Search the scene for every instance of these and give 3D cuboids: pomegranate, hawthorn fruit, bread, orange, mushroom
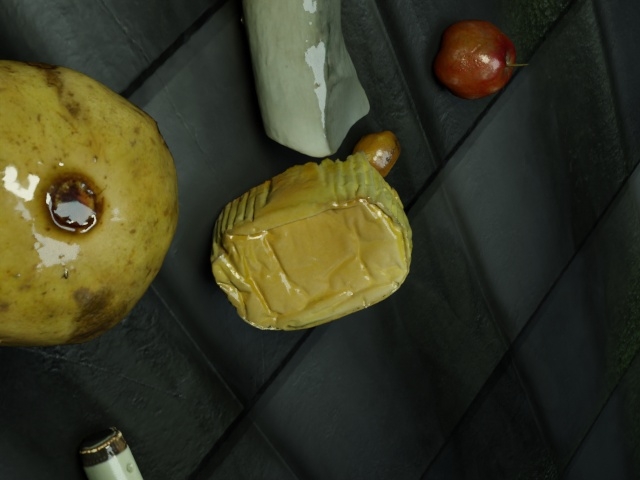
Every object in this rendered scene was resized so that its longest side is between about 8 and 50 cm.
[{"bbox_3d":[-0.270,-0.032,0.912,0.281,0.281,0.281,-21,119,-43],"label":"pomegranate"},{"bbox_3d":[0.241,-0.270,1.509,0.125,0.140,0.125,-53,170,-13],"label":"hawthorn fruit"},{"bbox_3d":[-0.014,0.001,1.230,0.250,0.133,0.179,-23,112,9],"label":"bread"},{"bbox_3d":[0.079,-0.124,1.420,0.086,0.062,0.086,-52,177,-3],"label":"orange"},{"bbox_3d":[-0.025,-0.306,1.188,0.177,0.126,0.397,-48,138,-49],"label":"mushroom"}]

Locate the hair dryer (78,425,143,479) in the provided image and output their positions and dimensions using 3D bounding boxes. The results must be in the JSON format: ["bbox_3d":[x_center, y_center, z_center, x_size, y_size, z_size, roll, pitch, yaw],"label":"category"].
[{"bbox_3d":[-0.216,0.378,1.214,0.128,0.203,0.362,-44,116,-61],"label":"hair dryer"}]
